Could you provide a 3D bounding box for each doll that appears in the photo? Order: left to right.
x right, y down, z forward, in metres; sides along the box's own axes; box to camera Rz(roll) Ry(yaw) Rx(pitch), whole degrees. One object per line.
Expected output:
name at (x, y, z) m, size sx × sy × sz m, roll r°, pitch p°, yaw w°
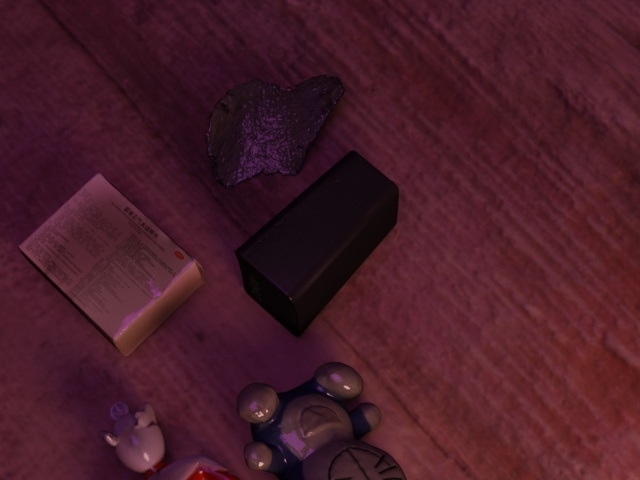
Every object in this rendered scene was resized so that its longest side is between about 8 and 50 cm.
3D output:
doll at (-0.178, 0.376, 1.527) m, size 0.188 × 0.099 × 0.384 m, roll -32°, pitch 76°, yaw -9°
doll at (0.011, 0.299, 1.499) m, size 0.228 × 0.154 × 0.258 m, roll -11°, pitch 49°, yaw -40°

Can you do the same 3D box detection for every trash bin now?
trash bin at (0.000, 0.000, 1.621) m, size 0.115 × 0.165 × 0.225 m, roll 39°, pitch 74°, yaw 17°

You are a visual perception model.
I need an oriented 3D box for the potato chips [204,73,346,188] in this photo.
potato chips at (-0.068, -0.179, 1.752) m, size 0.228 × 0.059 × 0.167 m, roll -12°, pitch 74°, yaw -6°

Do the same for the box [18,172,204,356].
box at (-0.302, 0.033, 1.664) m, size 0.212 × 0.095 × 0.168 m, roll 41°, pitch 78°, yaw 17°
